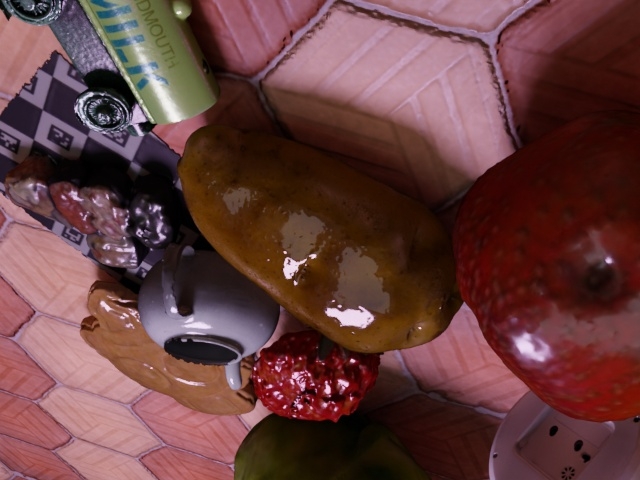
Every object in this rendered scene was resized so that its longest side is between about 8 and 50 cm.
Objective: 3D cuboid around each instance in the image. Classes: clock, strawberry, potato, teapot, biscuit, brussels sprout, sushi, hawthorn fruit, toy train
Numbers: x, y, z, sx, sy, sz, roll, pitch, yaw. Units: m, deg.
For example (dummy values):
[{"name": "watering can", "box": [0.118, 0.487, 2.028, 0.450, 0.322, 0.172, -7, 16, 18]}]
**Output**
[{"name": "clock", "box": [0.328, 0.273, 0.946, 0.230, 0.230, 0.083, -24, 120, 40]}, {"name": "strawberry", "box": [-0.007, 0.214, 1.057, 0.190, 0.111, 0.236, 1, 146, -30]}, {"name": "potato", "box": [0.000, 0.000, 0.847, 0.369, 0.177, 0.195, 31, 166, -6]}, {"name": "teapot", "box": [-0.152, 0.099, 1.009, 0.193, 0.130, 0.294, -2, 152, 12]}, {"name": "biscuit", "box": [-0.246, 0.190, 1.216, 0.269, 0.051, 0.376, -12, 134, 32]}, {"name": "brussels sprout", "box": [0.028, 0.439, 1.179, 0.342, 0.425, 0.361, -16, 115, -21]}, {"name": "sushi", "box": [-0.300, -0.038, 0.990, 0.339, 0.069, 0.320, 42, 135, -23]}, {"name": "hawthorn fruit", "box": [0.261, 0.011, 0.672, 0.275, 0.275, 0.300, 28, 129, -8]}, {"name": "toy train", "box": [-0.200, -0.216, 0.739, 0.157, 0.105, 0.253, -11, 133, 14]}]
